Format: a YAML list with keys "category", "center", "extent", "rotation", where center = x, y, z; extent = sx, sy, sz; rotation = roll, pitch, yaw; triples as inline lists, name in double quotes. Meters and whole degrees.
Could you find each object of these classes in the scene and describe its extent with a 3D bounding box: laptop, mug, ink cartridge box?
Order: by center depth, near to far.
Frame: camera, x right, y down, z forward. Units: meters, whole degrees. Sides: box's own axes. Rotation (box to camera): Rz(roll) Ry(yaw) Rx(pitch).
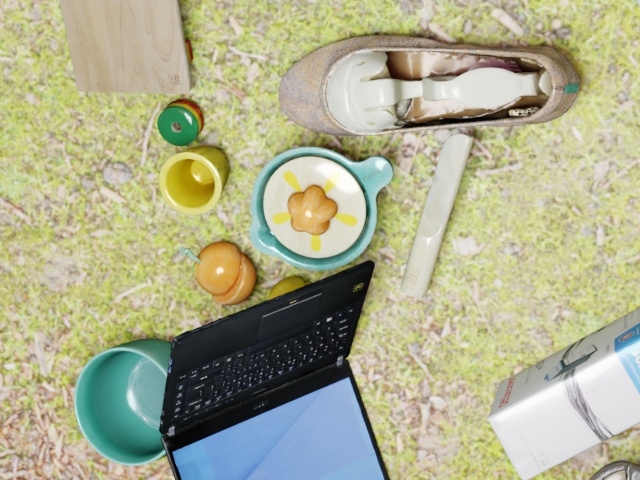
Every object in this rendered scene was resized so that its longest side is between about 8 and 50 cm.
- category: "ink cartridge box"
  center: [0.275, 0.153, 1.664]
  extent: [0.191, 0.139, 0.082]
  rotation: [-29, 94, 14]
- category: "laptop"
  center: [-0.032, 0.181, 1.672]
  extent: [0.136, 0.234, 0.264]
  rotation: [53, 149, 29]
- category: "mug"
  center: [-0.180, 0.182, 1.773]
  extent: [0.129, 0.097, 0.158]
  rotation: [-42, 80, 21]

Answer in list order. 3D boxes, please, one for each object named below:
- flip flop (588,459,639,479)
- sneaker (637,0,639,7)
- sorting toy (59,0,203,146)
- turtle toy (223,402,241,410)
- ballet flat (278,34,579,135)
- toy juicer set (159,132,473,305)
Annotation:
- category: "flip flop"
  center: [0.360, 0.345, 1.720]
  extent: [0.112, 0.080, 0.277]
  rotation: [-36, 106, 10]
- category: "sneaker"
  center: [0.405, -0.188, 1.604]
  extent: [0.094, 0.091, 0.258]
  rotation: [-43, 90, 15]
- category: "sorting toy"
  center: [-0.202, -0.233, 1.722]
  extent: [0.132, 0.046, 0.274]
  rotation: [3, 120, 19]
- category: "turtle toy"
  center: [-0.093, 0.238, 1.790]
  extent: [0.095, 0.066, 0.130]
  rotation: [37, 104, 3]
- category: "ballet flat"
  center: [0.102, -0.158, 1.662]
  extent: [0.316, 0.106, 0.107]
  rotation: [-4, 100, 12]
- category: "toy juicer set"
  center: [0.000, 0.000, 1.704]
  extent: [0.329, 0.089, 0.209]
  rotation: [-1, 108, 15]
